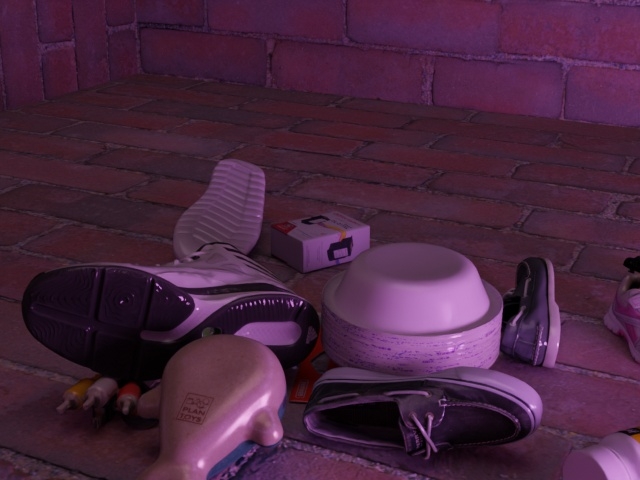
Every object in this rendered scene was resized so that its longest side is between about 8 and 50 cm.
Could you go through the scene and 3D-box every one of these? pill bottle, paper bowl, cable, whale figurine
[{"bbox_3d":[0.418,0.290,1.189,0.208,0.119,0.119,-8,22,-22],"label":"pill bottle"},{"bbox_3d":[0.142,0.100,1.486,0.284,0.148,0.284,1,22,0],"label":"paper bowl"},{"bbox_3d":[-0.299,0.203,1.460,0.139,0.072,0.287,3,22,1],"label":"cable"},{"bbox_3d":[-0.148,0.258,1.288,0.216,0.141,0.272,7,46,18],"label":"whale figurine"}]

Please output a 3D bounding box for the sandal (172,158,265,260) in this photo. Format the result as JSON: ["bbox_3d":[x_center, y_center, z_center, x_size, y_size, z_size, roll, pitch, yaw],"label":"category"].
[{"bbox_3d":[-0.204,-0.038,2.076,0.169,0.102,0.416,17,36,3],"label":"sandal"}]

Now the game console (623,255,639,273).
[{"bbox_3d":[0.679,0.090,1.749,0.213,0.044,0.361,29,5,-7],"label":"game console"}]

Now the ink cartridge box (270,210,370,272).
[{"bbox_3d":[0.000,0.000,2.011,0.175,0.072,0.127,-14,24,-32],"label":"ink cartridge box"}]

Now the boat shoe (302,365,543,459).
[{"bbox_3d":[0.135,0.253,1.320,0.335,0.121,0.119,-3,26,23],"label":"boat shoe"}]

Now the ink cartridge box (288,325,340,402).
[{"bbox_3d":[0.087,0.182,1.553,0.238,0.060,0.275,4,21,6],"label":"ink cartridge box"}]

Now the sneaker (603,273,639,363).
[{"bbox_3d":[0.566,0.133,1.620,0.102,0.111,0.252,-4,21,-13],"label":"sneaker"}]

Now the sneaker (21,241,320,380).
[{"bbox_3d":[-0.246,0.098,1.509,0.447,0.169,0.257,8,14,-21],"label":"sneaker"}]

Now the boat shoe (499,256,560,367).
[{"bbox_3d":[0.356,0.112,1.671,0.099,0.116,0.319,7,26,4],"label":"boat shoe"}]
